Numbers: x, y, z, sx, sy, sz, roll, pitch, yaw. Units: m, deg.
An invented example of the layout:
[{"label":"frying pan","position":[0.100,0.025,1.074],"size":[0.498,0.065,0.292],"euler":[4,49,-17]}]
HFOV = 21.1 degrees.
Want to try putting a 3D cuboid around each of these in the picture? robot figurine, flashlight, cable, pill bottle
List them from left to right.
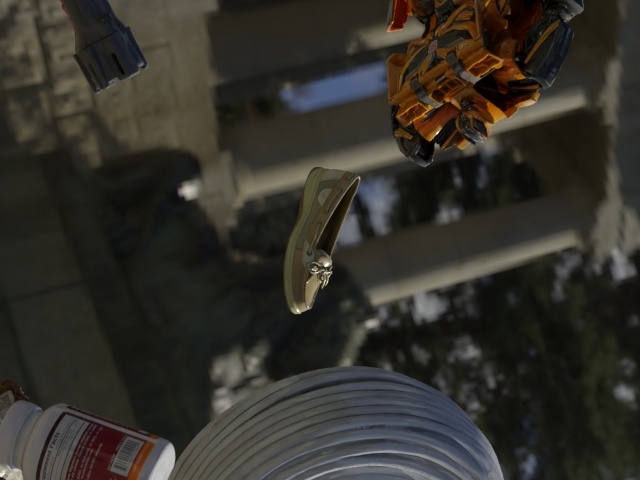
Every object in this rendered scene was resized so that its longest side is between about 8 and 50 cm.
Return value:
[{"label":"flashlight","position":[-0.327,-0.335,2.175],"size":[0.304,0.103,0.103],"euler":[63,21,-9]},{"label":"pill bottle","position":[-0.218,0.201,1.578],"size":[0.086,0.152,0.086],"euler":[18,90,-78]},{"label":"cable","position":[0.014,0.215,1.273],"size":[0.257,0.257,0.089],"euler":[62,3,-34]},{"label":"robot figurine","position":[0.124,-0.197,1.408],"size":[0.211,0.085,0.291],"euler":[-34,-145,39]}]

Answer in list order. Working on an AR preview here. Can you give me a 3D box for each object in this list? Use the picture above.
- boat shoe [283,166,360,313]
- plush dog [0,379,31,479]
[{"label":"boat shoe","position":[0.001,0.000,1.700],"size":[0.056,0.048,0.153],"euler":[58,42,-60]},{"label":"plush dog","position":[-0.394,0.260,1.958],"size":[0.211,0.262,0.225],"euler":[22,-11,19]}]
